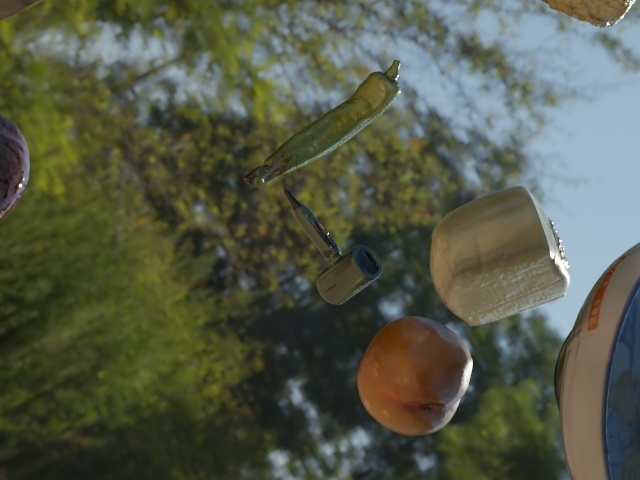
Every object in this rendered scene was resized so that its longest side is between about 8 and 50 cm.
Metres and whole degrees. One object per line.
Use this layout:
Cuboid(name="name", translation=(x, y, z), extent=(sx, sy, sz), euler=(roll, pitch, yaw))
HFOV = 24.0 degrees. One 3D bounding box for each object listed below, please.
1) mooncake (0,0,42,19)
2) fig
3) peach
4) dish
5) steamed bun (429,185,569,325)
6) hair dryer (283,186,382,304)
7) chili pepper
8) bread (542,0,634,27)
Cuboid(name="mooncake", translation=(-0.406, -0.460, 1.753), extent=(0.394, 0.393, 0.246), euler=(2, -16, 30))
Cuboid(name="fig", translation=(-0.442, -0.108, 1.704), extent=(0.231, 0.160, 0.143), euler=(38, -15, -23))
Cuboid(name="peach", translation=(0.106, 0.159, 1.727), extent=(0.138, 0.138, 0.138), euler=(58, -12, 20))
Cuboid(name="dish", translation=(0.263, 0.119, 1.263), extent=(0.134, 0.273, 0.273), euler=(7, -52, 46))
Cuboid(name="steamed bun", translation=(0.260, 0.019, 2.252), extent=(0.250, 0.200, 0.154), euler=(58, 14, -60))
Cuboid(name="hair dryer", translation=(0.000, 0.000, 1.737), extent=(0.071, 0.047, 0.150), euler=(-38, -89, 36))
Cuboid(name="chili pepper", translation=(0.006, -0.109, 1.530), extent=(0.043, 0.208, 0.049), euler=(54, -15, -13))
Cuboid(name="bread", translation=(0.385, -0.385, 2.190), extent=(0.174, 0.121, 0.245), euler=(24, 13, 5))
